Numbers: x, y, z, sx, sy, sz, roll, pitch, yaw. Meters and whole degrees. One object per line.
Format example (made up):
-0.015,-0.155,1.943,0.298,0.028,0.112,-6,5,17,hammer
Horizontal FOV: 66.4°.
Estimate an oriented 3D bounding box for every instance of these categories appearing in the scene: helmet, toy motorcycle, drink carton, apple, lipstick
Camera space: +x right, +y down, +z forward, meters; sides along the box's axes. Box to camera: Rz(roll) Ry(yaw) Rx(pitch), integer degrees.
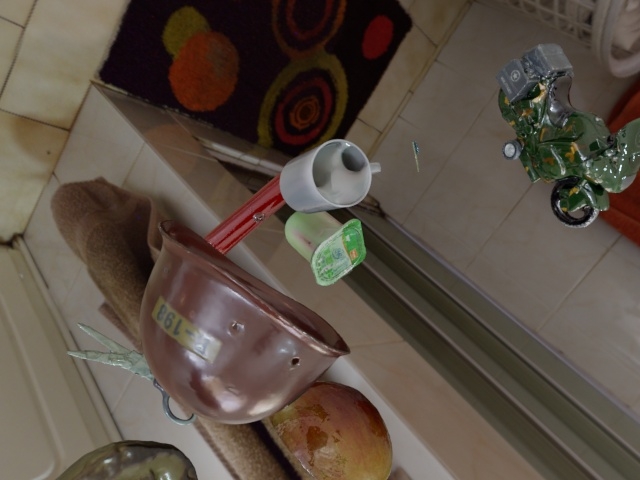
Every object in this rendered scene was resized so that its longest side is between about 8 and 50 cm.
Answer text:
-0.163,0.156,0.799,0.230,0.385,0.337,-57,159,-3,helmet
0.353,-0.164,0.698,0.125,0.274,0.187,-15,163,-25,toy motorcycle
0.000,0.000,1.120,0.144,0.142,0.146,-36,141,-19,drink carton
0.022,0.494,1.239,0.254,0.346,0.179,-25,149,-49,apple
-0.165,-0.070,1.217,0.280,0.073,0.073,-40,147,6,lipstick

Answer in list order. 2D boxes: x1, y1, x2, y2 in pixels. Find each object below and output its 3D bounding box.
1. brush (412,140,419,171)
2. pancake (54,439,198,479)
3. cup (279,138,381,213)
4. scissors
0.258,-0.224,1.305,0.016,0.013,0.083,-34,114,-67,brush
-0.263,0.389,0.596,0.295,0.050,0.294,-4,95,-51,pancake
0.020,-0.090,0.760,0.136,0.133,0.099,16,81,-24,cup
-0.488,0.331,1.332,0.384,0.255,0.029,29,126,-19,scissors
